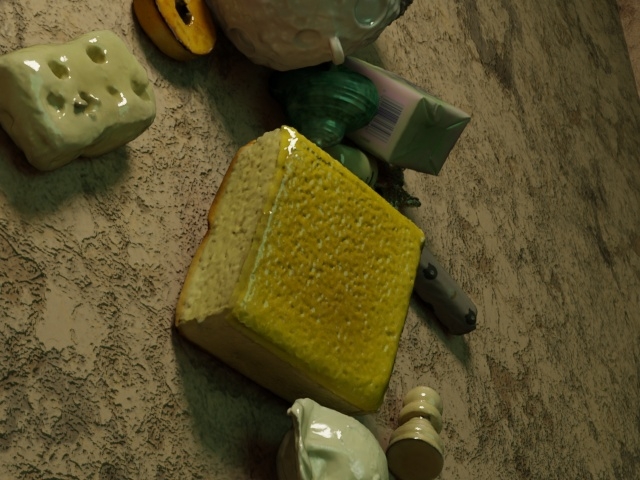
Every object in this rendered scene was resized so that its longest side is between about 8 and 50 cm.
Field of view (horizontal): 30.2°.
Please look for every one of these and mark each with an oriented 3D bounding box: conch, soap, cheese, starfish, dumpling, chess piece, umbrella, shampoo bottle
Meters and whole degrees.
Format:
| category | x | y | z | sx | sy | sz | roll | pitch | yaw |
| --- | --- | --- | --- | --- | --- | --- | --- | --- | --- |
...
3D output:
| category | x | y | z | sx | sy | sz | roll | pitch | yaw |
| --- | --- | --- | --- | --- | --- | --- | --- | --- | --- |
| conch | 0.003 | -0.228 | 1.984 | 0.202 | 0.196 | 0.134 | -60 | 136 | -56 |
| soap | 0.130 | -0.221 | 2.125 | 0.199 | 0.138 | 0.182 | 34 | 15 | 33 |
| cheese | -0.315 | -0.187 | 1.541 | 0.159 | 0.093 | 0.263 | 63 | 30 | -4 |
| starfish | 0.127 | -0.098 | 2.213 | 0.150 | 0.053 | 0.209 | 28 | 49 | -27 |
| dumpling | 0.014 | 0.334 | 1.599 | 0.193 | 0.147 | 0.258 | -84 | 154 | -45 |
| chess piece | 0.161 | 0.299 | 1.913 | 0.094 | 0.094 | 0.170 | 51 | 29 | -20 |
| umbrella | 0.173 | 0.045 | 2.139 | 0.337 | 0.067 | 0.073 | 48 | 21 | -25 |
| shampoo bottle | 0.027 | -0.128 | 2.033 | 0.162 | 0.079 | 0.079 | 12 | 58 | -54 |

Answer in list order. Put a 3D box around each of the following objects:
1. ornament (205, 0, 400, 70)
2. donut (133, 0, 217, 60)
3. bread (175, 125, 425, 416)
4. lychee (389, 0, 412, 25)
| category | x | y | z | sx | sy | sz | roll | pitch | yaw |
| --- | --- | --- | --- | --- | --- | --- | --- | --- | --- |
| ornament | -0.030 | -0.446 | 1.926 | 0.337 | 0.337 | 0.337 | 36 | 40 | -38 |
| donut | -0.227 | -0.346 | 1.829 | 0.152 | 0.058 | 0.152 | 36 | 41 | -39 |
| bread | -0.016 | 0.055 | 1.694 | 0.333 | 0.143 | 0.323 | 37 | 59 | -34 |
| lychee | 0.076 | -0.542 | 2.238 | 0.300 | 0.300 | 0.300 | 36 | 40 | -38 |
